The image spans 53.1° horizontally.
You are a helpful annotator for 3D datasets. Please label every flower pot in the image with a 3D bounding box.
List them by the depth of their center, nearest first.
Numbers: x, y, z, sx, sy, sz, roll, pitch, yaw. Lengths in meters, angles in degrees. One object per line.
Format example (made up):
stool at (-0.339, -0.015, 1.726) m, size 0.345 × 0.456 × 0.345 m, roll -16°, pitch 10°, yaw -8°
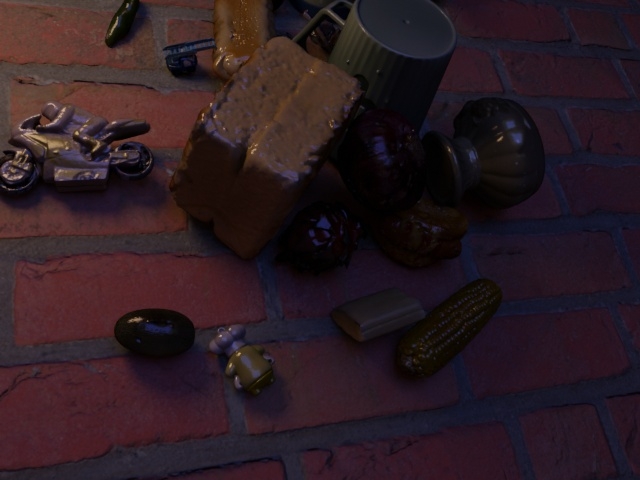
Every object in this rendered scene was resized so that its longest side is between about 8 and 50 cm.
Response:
flower pot at (0.414, -0.218, 1.704) m, size 0.244 × 0.307 × 0.307 m, roll -18°, pitch 70°, yaw -14°

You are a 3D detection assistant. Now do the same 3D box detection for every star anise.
star anise at (0.046, -0.566, 1.817) m, size 0.262 × 0.081 × 0.230 m, roll 11°, pitch 22°, yaw -41°

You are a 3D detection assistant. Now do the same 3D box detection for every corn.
corn at (0.311, 0.202, 1.530) m, size 0.363 × 0.120 × 0.120 m, roll -36°, pitch 80°, yaw -34°

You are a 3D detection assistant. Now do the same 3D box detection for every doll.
doll at (-0.164, 0.248, 1.353) m, size 0.106 × 0.062 × 0.162 m, roll -32°, pitch 78°, yaw -36°

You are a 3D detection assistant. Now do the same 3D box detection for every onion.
onion at (0.144, -0.180, 1.481) m, size 0.246 × 0.190 × 0.246 m, roll 21°, pitch 60°, yaw -42°

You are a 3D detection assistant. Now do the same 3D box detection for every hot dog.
hot dog at (0.244, -0.020, 1.612) m, size 0.256 × 0.150 × 0.153 m, roll 17°, pitch 48°, yaw -11°

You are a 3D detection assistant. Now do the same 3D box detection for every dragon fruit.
dragon fruit at (0.005, -0.007, 1.494) m, size 0.182 × 0.182 × 0.189 m, roll 33°, pitch 55°, yaw -2°

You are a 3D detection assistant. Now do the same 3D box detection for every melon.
melon at (-0.335, 0.187, 1.300) m, size 0.162 × 0.099 × 0.099 m, roll 7°, pitch 61°, yaw -19°

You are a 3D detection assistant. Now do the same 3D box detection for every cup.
cup at (0.108, -0.413, 1.630) m, size 0.401 × 0.392 × 0.310 m, roll 14°, pitch 53°, yaw -8°

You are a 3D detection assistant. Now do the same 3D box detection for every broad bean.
broad bean at (-0.507, -0.586, 1.670) m, size 0.046 × 0.061 × 0.195 m, roll 19°, pitch 58°, yaw -8°

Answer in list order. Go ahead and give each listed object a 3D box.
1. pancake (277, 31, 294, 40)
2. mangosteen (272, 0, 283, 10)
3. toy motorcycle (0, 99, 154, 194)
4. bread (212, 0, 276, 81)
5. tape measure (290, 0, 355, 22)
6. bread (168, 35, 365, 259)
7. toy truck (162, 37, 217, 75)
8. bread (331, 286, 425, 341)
pancake at (-0.114, -0.545, 1.822) m, size 0.129 × 0.022 × 0.116 m, roll -13°, pitch 69°, yaw -27°
mangosteen at (-0.168, -0.728, 1.851) m, size 0.140 × 0.140 × 0.140 m, roll 9°, pitch 60°, yaw -16°
toy motorcycle at (-0.549, -0.213, 1.426) m, size 0.340 × 0.108 × 0.223 m, roll -6°, pitch 71°, yaw -16°
bread at (-0.203, -0.551, 1.729) m, size 0.172 × 0.121 × 0.311 m, roll 1°, pitch 62°, yaw -7°
tape measure at (0.018, -0.802, 1.946) m, size 0.262 × 0.138 × 0.259 m, roll -17°, pitch 69°, yaw -28°
bread at (-0.125, -0.208, 1.428) m, size 0.279 × 0.390 × 0.371 m, roll 34°, pitch 58°, yaw -7°
toy truck at (-0.334, -0.478, 1.655) m, size 0.136 × 0.074 × 0.063 m, roll -15°, pitch 67°, yaw -8°
bread at (0.131, 0.166, 1.479) m, size 0.178 × 0.060 × 0.139 m, roll -17°, pitch 27°, yaw -28°
